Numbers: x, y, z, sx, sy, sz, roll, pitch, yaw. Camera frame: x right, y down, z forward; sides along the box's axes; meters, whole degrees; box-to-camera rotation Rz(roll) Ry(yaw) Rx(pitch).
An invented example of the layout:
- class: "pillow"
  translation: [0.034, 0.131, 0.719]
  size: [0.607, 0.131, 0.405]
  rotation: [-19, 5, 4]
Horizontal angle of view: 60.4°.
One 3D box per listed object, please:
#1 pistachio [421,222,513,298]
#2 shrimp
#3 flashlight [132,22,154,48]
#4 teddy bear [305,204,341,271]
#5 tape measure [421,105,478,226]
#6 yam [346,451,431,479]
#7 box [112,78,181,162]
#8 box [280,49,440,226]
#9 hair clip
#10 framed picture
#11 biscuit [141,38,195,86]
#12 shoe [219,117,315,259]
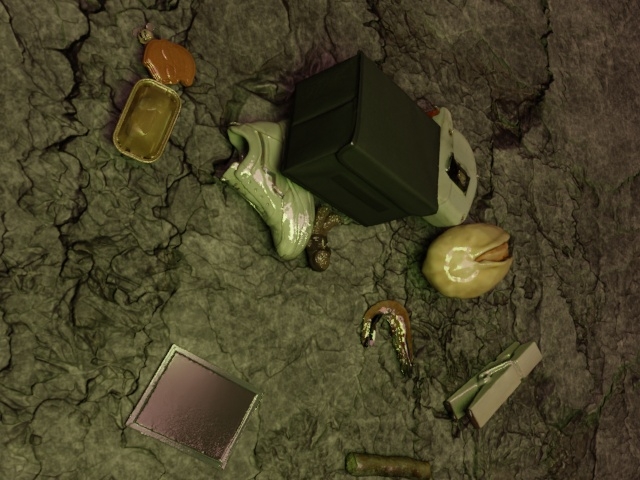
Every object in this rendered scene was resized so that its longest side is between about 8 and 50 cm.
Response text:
- class: "pistachio"
  translation: [0.408, 0.052, 1.490]
  size: [0.317, 0.213, 0.194]
  rotation: [-11, 89, -44]
- class: "shrimp"
  translation: [0.183, 0.269, 1.448]
  size: [0.152, 0.046, 0.220]
  rotation: [-14, 89, -27]
- class: "flashlight"
  translation: [-0.377, -0.423, 1.220]
  size: [0.052, 0.031, 0.111]
  rotation: [-19, 99, 4]
- class: "teddy bear"
  translation: [-0.007, -0.002, 1.359]
  size: [0.119, 0.077, 0.161]
  rotation: [35, 61, -56]
- class: "tape measure"
  translation: [0.321, -0.187, 1.473]
  size: [0.265, 0.130, 0.258]
  rotation: [34, 62, -37]
- class: "yam"
  translation: [0.183, 0.586, 1.422]
  size: [0.252, 0.061, 0.061]
  rotation: [17, 79, -26]
- class: "box"
  translation: [-0.370, -0.252, 1.174]
  size: [0.111, 0.111, 0.177]
  rotation: [23, 77, -23]
- class: "box"
  translation: [0.106, -0.216, 1.274]
  size: [0.345, 0.204, 0.251]
  rotation: [29, 58, -43]
- class: "hair clip"
  translation: [0.502, 0.401, 1.574]
  size: [0.330, 0.101, 0.085]
  rotation: [-35, 98, -26]
- class: "framed picture"
  translation: [-0.274, 0.374, 1.232]
  size: [0.252, 0.014, 0.197]
  rotation: [35, 72, -21]
- class: "biscuit"
  translation: [-0.336, -0.395, 1.225]
  size: [0.130, 0.019, 0.102]
  rotation: [-2, 88, -45]
- class: "shoe"
  translation: [-0.132, -0.123, 1.277]
  size: [0.210, 0.132, 0.342]
  rotation: [0, 82, -24]
